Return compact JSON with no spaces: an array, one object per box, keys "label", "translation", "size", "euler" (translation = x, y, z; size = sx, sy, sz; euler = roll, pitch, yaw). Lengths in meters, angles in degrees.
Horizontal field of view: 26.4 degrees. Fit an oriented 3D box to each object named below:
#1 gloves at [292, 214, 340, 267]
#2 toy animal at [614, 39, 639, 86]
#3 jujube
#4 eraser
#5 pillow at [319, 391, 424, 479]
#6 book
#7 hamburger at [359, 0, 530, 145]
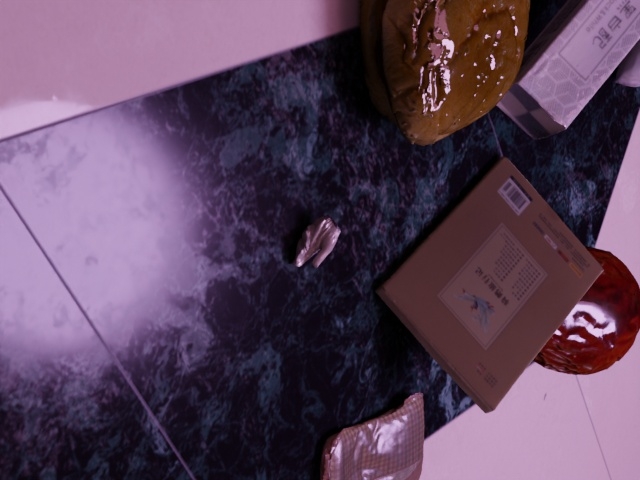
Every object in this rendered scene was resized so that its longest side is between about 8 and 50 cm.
[{"label":"gloves","translation":[-0.001,0.001,1.586],"size":[0.081,0.037,0.044],"euler":[-40,95,-18]},{"label":"toy animal","translation":[0.545,-0.410,2.048],"size":[0.241,0.196,0.367],"euler":[-5,102,-29]},{"label":"jujube","translation":[0.351,0.097,1.975],"size":[0.255,0.190,0.190],"euler":[13,90,-36]},{"label":"eraser","translation":[0.393,-0.311,1.850],"size":[0.096,0.098,0.404],"euler":[44,73,-10]},{"label":"pillow","translation":[0.070,0.286,1.768],"size":[0.211,0.034,0.135],"euler":[-20,118,-46]},{"label":"book","translation":[0.232,0.052,1.815],"size":[0.217,0.021,0.310],"euler":[48,55,-4]},{"label":"hamburger","translation":[0.160,-0.250,1.642],"size":[0.285,0.134,0.265],"euler":[-28,120,-42]}]
